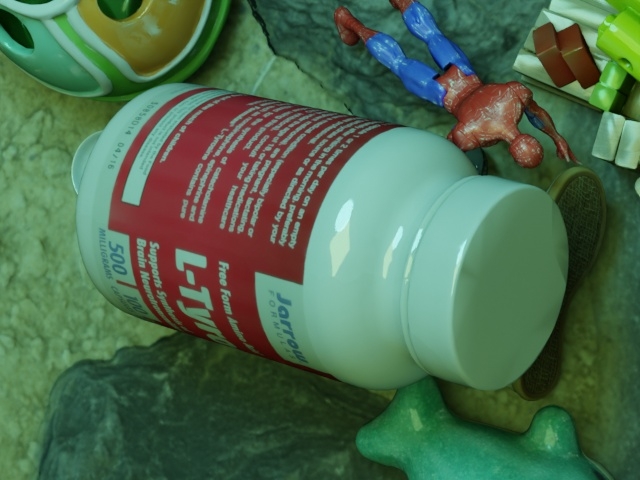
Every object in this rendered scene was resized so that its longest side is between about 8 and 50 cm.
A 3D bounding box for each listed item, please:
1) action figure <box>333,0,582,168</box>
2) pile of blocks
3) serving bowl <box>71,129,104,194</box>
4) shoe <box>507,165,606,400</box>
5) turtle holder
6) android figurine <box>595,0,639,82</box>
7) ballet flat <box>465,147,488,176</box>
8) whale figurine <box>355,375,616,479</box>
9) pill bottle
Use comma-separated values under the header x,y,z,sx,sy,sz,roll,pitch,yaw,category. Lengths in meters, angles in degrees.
x,y,z,sx,sy,sz,roll,pitch,yaw,category
0.131,-0.125,1.671,0.091,0.139,0.280,-40,44,-2,action figure
0.310,-0.093,1.606,0.149,0.112,0.362,-42,75,14,pile of blocks
-0.208,-0.069,1.844,0.083,0.027,0.083,-1,86,21,serving bowl
0.199,0.034,1.656,0.058,0.077,0.219,30,110,54,shoe
-0.244,-0.283,1.763,0.243,0.227,0.320,-39,75,15,turtle holder
0.355,-0.222,1.575,0.273,0.056,0.248,39,75,7,android figurine
0.086,0.018,1.721,0.084,0.058,0.250,29,92,38,ballet flat
0.146,0.233,1.629,0.272,0.141,0.216,43,106,15,whale figurine
0.000,0.000,1.604,0.408,0.229,0.229,14,92,38,pill bottle
